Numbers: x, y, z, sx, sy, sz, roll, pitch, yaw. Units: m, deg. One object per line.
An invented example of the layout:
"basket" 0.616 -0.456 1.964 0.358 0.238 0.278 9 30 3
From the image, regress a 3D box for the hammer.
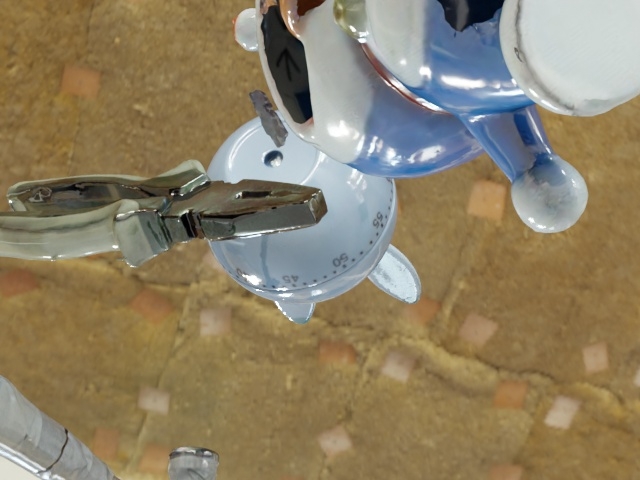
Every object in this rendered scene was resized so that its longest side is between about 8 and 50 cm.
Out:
"hammer" -0.154 0.165 0.793 0.044 0.152 0.427 -3 -29 12

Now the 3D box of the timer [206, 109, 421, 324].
"timer" -0.005 -0.021 0.949 0.175 0.255 0.175 -2 -98 15

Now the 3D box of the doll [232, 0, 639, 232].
"doll" 0.051 -0.104 0.520 0.161 0.257 0.215 -15 -87 -12

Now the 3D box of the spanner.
"spanner" -0.131 -0.018 0.768 0.324 0.095 0.040 -1 -60 37
